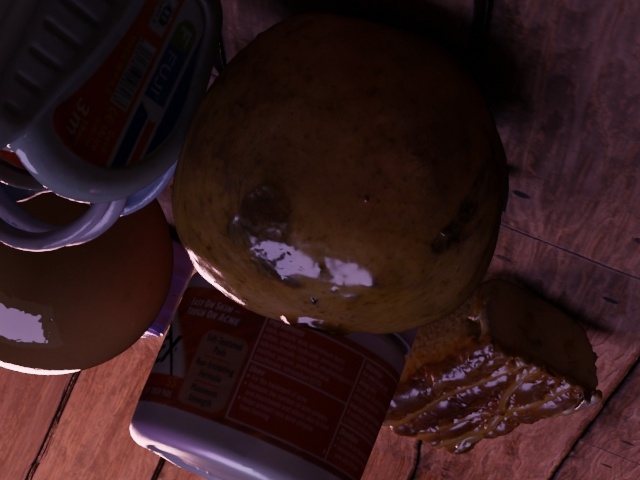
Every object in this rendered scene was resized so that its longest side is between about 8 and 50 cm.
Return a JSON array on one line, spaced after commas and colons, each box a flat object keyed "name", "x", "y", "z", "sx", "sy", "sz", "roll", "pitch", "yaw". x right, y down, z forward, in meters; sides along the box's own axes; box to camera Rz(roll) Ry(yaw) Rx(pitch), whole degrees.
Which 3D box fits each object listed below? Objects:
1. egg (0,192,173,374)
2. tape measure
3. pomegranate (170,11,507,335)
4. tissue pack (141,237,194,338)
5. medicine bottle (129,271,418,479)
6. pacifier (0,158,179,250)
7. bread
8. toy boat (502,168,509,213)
[{"name": "egg", "x": -0.359, "y": 0.002, "z": 2.204, "sx": 0.374, "sy": 0.301, "sz": 0.301, "roll": 31, "pitch": 170, "yaw": 20}, {"name": "tape measure", "x": -0.206, "y": -0.149, "z": 1.460, "sx": 0.125, "sy": 0.243, "sz": 0.246, "roll": 15, "pitch": 164, "yaw": 39}, {"name": "pomegranate", "x": 0.014, "y": -0.050, "z": 1.455, "sx": 0.281, "sy": 0.281, "sz": 0.281, "roll": 22, "pitch": 167, "yaw": 5}, {"name": "tissue pack", "x": -0.366, "y": 0.010, "z": 2.562, "sx": 0.338, "sy": 0.160, "sz": 0.242, "roll": 27, "pitch": 168, "yaw": -21}, {"name": "medicine bottle", "x": -0.048, "y": 0.147, "z": 1.913, "sx": 0.252, "sy": 0.241, "sz": 0.252, "roll": 22, "pitch": 166, "yaw": 5}, {"name": "pacifier", "x": -0.209, "y": -0.125, "z": 1.702, "sx": 0.299, "sy": 0.244, "sz": 0.233, "roll": 9, "pitch": -166, "yaw": 35}, {"name": "bread", "x": 0.183, "y": 0.161, "z": 2.141, "sx": 0.184, "sy": 0.114, "sz": 0.274, "roll": 28, "pitch": 146, "yaw": -25}, {"name": "toy boat", "x": 0.125, "y": -0.048, "z": 1.699, "sx": 0.137, "sy": 0.061, "sz": 0.060, "roll": 11, "pitch": 162, "yaw": 41}]
